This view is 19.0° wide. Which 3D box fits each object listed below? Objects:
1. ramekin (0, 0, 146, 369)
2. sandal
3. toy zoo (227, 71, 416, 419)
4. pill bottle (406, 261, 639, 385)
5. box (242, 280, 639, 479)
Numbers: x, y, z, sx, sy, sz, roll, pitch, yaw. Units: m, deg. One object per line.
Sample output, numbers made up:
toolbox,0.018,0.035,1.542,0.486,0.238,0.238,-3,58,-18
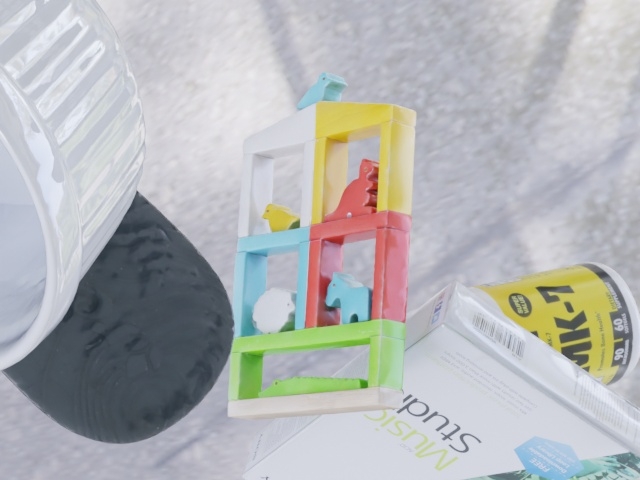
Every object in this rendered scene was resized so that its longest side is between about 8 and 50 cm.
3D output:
ramekin,-0.175,-0.051,0.853,0.207,0.207,0.109,48,46,-10
sandal,-0.225,-0.063,1.070,0.446,0.107,0.167,39,82,-6
toy zoo,0.000,0.000,1.611,0.030,0.192,0.293,13,75,-41
pill bottle,0.181,0.094,1.763,0.208,0.119,0.119,-11,86,-28
box,0.109,0.186,1.688,0.232,0.322,0.058,34,47,-14
